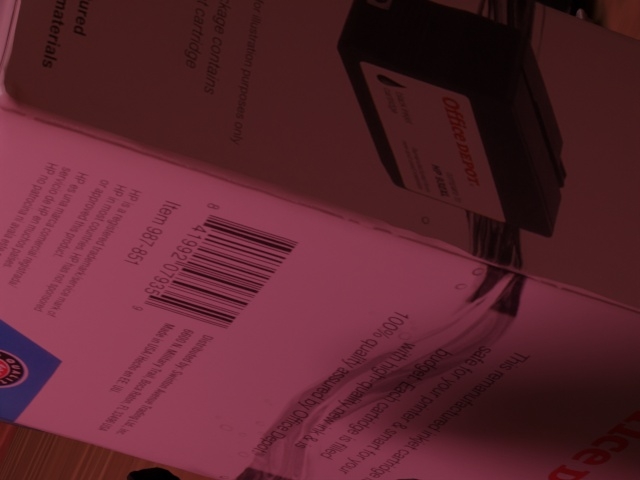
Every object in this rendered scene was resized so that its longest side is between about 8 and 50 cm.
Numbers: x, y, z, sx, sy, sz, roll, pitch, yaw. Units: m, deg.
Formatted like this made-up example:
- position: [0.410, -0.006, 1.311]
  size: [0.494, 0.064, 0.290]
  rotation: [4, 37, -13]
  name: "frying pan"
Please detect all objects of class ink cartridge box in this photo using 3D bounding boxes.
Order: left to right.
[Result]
- position: [0.000, 0.000, 0.761]
  size: [0.223, 0.307, 0.129]
  rotation: [132, 151, -53]
  name: "ink cartridge box"

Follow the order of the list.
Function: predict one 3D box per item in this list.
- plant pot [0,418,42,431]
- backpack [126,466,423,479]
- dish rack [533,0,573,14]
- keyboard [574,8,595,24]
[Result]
- position: [-0.129, -0.001, 1.410]
  size: [0.248, 0.252, 0.247]
  rotation: [-57, 16, 37]
  name: "plant pot"
- position: [0.028, 0.198, 0.575]
  size: [0.263, 0.213, 0.277]
  rotation: [125, 158, -69]
  name: "backpack"
- position: [0.126, -0.195, 0.990]
  size: [0.271, 0.074, 0.208]
  rotation: [112, 176, -46]
  name: "dish rack"
- position: [0.124, -0.023, 0.979]
  size: [0.072, 0.014, 0.256]
  rotation: [-58, 16, 34]
  name: "keyboard"
